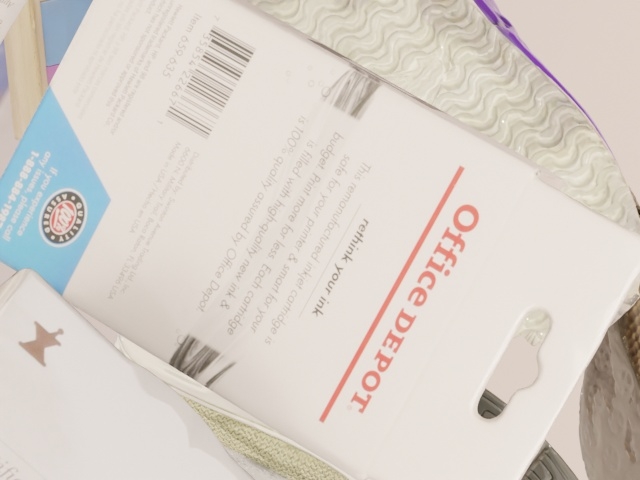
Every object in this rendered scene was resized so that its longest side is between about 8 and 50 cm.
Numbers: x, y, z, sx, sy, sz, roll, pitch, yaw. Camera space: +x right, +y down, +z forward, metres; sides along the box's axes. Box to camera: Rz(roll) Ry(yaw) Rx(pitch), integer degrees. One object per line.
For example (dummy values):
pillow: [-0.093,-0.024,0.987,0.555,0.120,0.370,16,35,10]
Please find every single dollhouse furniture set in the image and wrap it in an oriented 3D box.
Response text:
dollhouse furniture set: [-0.106,-0.105,1.665,0.303,0.198,0.286,17,-63,44]

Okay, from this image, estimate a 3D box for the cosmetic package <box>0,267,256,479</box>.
cosmetic package: [-0.122,0.109,0.563,0.231,0.117,0.085,-32,-161,47]

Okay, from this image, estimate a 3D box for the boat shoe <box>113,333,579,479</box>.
boat shoe: [0.018,0.128,1.105,0.118,0.320,0.103,-54,169,-49]

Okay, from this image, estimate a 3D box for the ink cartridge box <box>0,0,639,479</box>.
ink cartridge box: [0.000,0.000,0.569,0.104,0.180,0.060,-61,168,7]

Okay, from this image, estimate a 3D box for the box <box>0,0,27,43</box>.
box: [-0.224,-0.163,1.021,0.170,0.091,0.130,-55,-131,11]

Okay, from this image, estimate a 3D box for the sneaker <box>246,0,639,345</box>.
sneaker: [0.066,-0.086,0.952,0.102,0.293,0.146,-34,-168,17]

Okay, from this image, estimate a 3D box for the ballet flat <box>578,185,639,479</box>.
ballet flat: [0.200,0.073,1.218,0.084,0.058,0.250,-35,-121,58]
